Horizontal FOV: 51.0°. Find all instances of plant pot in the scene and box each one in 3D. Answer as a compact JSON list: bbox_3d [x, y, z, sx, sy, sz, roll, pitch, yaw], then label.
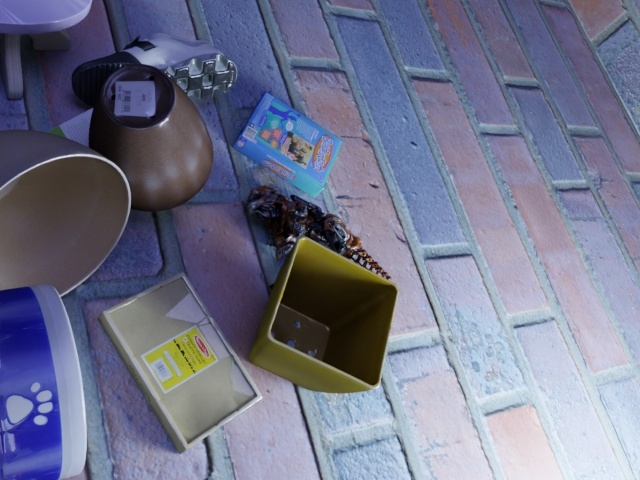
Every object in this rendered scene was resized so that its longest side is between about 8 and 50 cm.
[{"bbox_3d":[-0.284,-0.181,1.088,0.216,0.230,0.215,2,75,-8],"label":"plant pot"},{"bbox_3d":[-0.467,-0.057,1.027,0.191,0.284,0.284,37,47,22],"label":"plant pot"},{"bbox_3d":[-0.014,0.157,1.202,0.212,0.187,0.212,28,53,-15],"label":"plant pot"}]

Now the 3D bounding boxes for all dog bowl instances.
[{"bbox_3d":[-0.400,0.195,0.900,0.104,0.265,0.264,-7,68,-32],"label":"dog bowl"}]

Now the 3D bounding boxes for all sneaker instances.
[{"bbox_3d":[-0.348,-0.347,1.352,0.331,0.122,0.146,-15,54,-35],"label":"sneaker"}]

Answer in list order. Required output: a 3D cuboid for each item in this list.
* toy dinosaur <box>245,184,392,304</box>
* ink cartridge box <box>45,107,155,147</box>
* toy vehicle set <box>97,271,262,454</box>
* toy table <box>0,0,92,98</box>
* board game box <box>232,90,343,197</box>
[{"bbox_3d":[0.000,0.000,1.335,0.322,0.164,0.218,12,39,0],"label":"toy dinosaur"},{"bbox_3d":[-0.362,-0.160,1.242,0.255,0.097,0.188,-31,82,-14],"label":"ink cartridge box"},{"bbox_3d":[-0.237,0.201,1.141,0.166,0.035,0.266,-27,80,-38],"label":"toy vehicle set"},{"bbox_3d":[-0.566,-0.404,1.209,0.275,0.161,0.252,2,63,-29],"label":"toy table"},{"bbox_3d":[-0.067,-0.212,1.470,0.210,0.047,0.160,31,52,-12],"label":"board game box"}]
